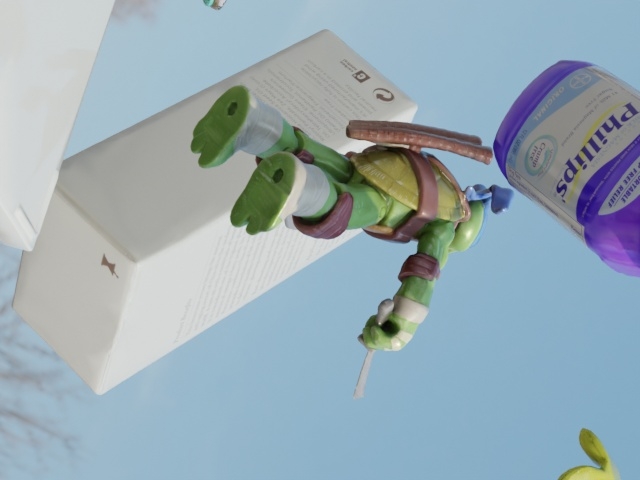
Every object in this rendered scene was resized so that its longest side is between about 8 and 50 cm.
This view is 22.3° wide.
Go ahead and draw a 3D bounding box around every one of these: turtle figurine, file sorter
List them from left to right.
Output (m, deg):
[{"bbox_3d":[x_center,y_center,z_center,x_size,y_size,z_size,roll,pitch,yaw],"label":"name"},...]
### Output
[{"bbox_3d":[-0.196,-0.170,0.786,0.193,0.173,0.278,80,23,-69],"label":"file sorter"},{"bbox_3d":[0.000,0.000,1.345,0.274,0.266,0.198,-19,-119,36],"label":"turtle figurine"}]

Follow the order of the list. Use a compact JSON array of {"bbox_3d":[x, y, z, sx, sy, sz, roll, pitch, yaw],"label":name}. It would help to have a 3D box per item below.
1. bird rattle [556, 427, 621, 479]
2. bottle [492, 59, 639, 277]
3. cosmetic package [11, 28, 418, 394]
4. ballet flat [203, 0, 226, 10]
[{"bbox_3d":[0.212,0.259,1.039,0.143,0.253,0.207,-52,175,25],"label":"bird rattle"},{"bbox_3d":[0.234,-0.034,1.171,0.118,0.092,0.283,-51,-145,7],"label":"bottle"},{"bbox_3d":[-0.115,-0.042,1.846,0.453,0.161,0.230,-32,155,-39],"label":"cosmetic package"},{"bbox_3d":[-0.048,-0.177,0.862,0.041,0.041,0.114,-27,-113,51],"label":"ballet flat"}]
